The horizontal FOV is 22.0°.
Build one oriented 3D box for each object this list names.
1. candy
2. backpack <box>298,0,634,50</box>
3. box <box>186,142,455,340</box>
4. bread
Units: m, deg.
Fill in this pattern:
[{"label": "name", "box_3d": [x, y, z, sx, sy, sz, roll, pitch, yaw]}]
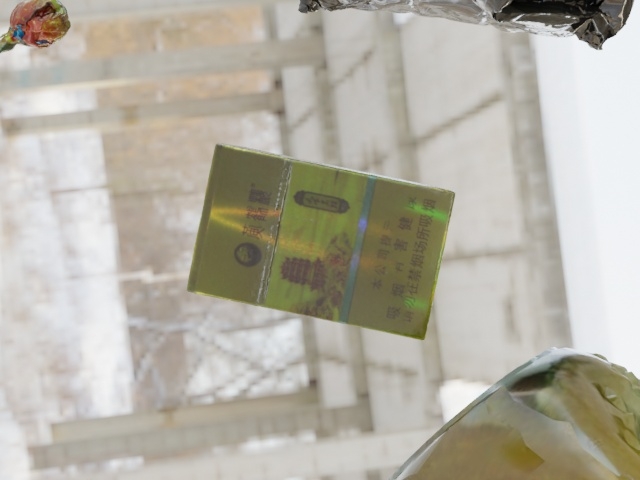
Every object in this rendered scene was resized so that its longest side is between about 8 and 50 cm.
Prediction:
[{"label": "candy", "box_3d": [-0.350, -0.194, 1.707, 0.060, 0.201, 0.060, 48, -20, 24]}, {"label": "backpack", "box_3d": [0.122, -0.315, 1.458, 0.446, 0.363, 0.255, 66, 33, -77]}, {"label": "box", "box_3d": [0.000, 0.000, 1.301, 0.030, 0.193, 0.121, -74, 175, -85]}, {"label": "bread", "box_3d": [0.147, 0.246, 1.151, 0.395, 0.264, 0.239, -47, 177, 31]}]
